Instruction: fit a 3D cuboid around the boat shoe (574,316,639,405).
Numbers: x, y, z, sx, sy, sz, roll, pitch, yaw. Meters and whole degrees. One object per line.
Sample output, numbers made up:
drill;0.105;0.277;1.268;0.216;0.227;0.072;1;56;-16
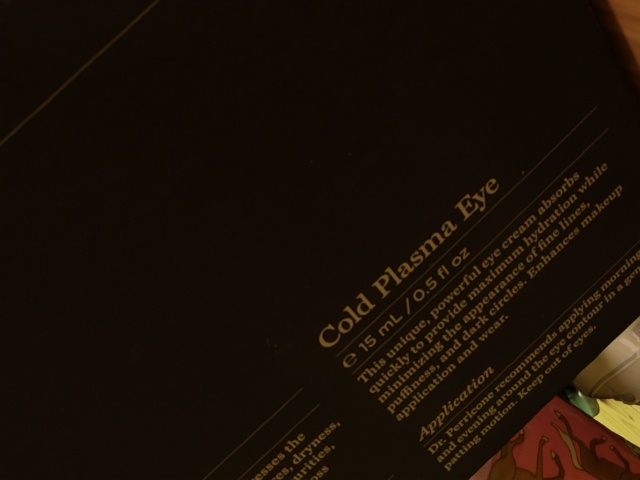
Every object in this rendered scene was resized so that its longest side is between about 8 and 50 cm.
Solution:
boat shoe;0.214;0.083;0.680;0.063;0.066;0.184;47;168;16

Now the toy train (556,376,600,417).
toy train;0.183;0.127;1.084;0.190;0.142;0.334;58;-178;15

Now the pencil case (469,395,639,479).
pencil case;0.190;0.200;0.758;0.386;0.167;0.160;30;-131;-29

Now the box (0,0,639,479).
box;-0.056;-0.010;0.450;0.312;0.343;0.179;50;176;-41
